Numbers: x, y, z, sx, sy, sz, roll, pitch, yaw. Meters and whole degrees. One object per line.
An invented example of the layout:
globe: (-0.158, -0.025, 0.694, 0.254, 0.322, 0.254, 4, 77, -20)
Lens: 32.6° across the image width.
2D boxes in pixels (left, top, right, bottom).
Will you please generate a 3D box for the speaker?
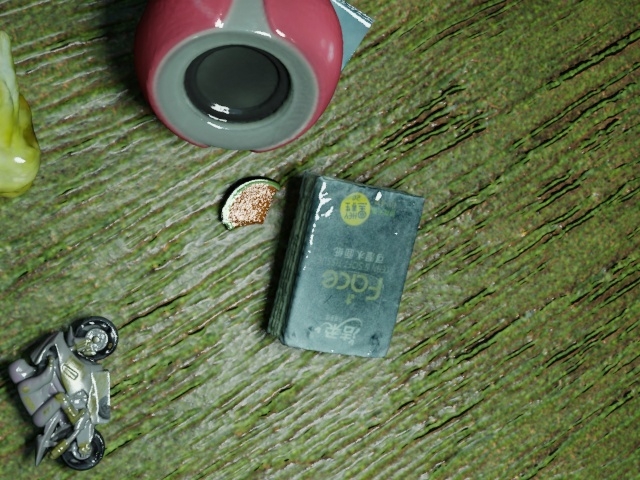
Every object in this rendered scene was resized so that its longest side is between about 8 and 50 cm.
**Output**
speaker: (-0.122, -0.265, 1.540, 0.294, 0.294, 0.294, 0, 90, -14)

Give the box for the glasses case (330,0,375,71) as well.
glasses case: (-0.056, -0.368, 1.678, 0.266, 0.056, 0.105, 31, 107, -12)

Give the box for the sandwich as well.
sandwich: (-0.111, -0.057, 1.669, 0.069, 0.026, 0.101, 26, 86, -17)

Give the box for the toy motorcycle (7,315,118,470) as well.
toy motorcycle: (-0.376, 0.216, 1.576, 0.152, 0.073, 0.225, 7, 87, -12)

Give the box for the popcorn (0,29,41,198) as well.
popcorn: (-0.542, -0.152, 1.447, 0.312, 0.312, 0.312, 0, 90, -14)

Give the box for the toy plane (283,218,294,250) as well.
toy plane: (0.000, 0.000, 1.686, 0.111, 0.040, 0.102, -35, 103, -14)

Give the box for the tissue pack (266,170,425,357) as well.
tissue pack: (0.038, 0.038, 1.645, 0.185, 0.081, 0.257, 10, 98, -25)
